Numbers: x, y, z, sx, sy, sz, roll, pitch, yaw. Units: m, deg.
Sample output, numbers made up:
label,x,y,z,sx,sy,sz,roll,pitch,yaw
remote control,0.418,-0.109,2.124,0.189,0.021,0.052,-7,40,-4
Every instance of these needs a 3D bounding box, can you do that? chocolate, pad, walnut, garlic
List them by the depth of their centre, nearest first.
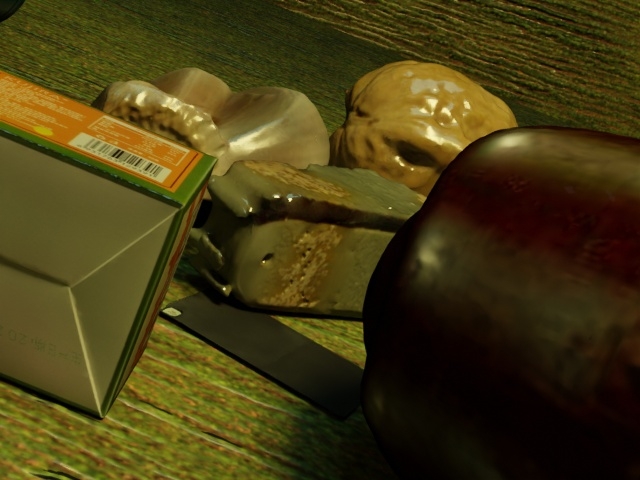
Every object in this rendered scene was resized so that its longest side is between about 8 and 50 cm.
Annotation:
label,x,y,z,sx,sy,sz,roll,pitch,yaw
chocolate,0.202,0.067,0.809,0.331,0.384,0.383,34,22,29
pad,-0.041,0.095,1.007,0.193,0.004,0.116,27,18,15
garlic,-0.127,-0.114,1.222,0.279,0.132,0.325,12,12,0
walnut,0.139,-0.101,1.408,0.257,0.224,0.257,21,-7,3

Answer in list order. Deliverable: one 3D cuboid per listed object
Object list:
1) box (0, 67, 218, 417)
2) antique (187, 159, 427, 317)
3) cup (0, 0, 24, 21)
label,x,y,z,sx,sy,sz,roll,pitch,yaw
box,-0.202,-0.006,0.830,0.195,0.177,0.148,22,19,-3
antique,0.000,0.000,1.123,0.284,0.125,0.150,5,24,-45
cup,-0.569,-0.427,1.468,0.308,0.242,0.292,36,25,28
